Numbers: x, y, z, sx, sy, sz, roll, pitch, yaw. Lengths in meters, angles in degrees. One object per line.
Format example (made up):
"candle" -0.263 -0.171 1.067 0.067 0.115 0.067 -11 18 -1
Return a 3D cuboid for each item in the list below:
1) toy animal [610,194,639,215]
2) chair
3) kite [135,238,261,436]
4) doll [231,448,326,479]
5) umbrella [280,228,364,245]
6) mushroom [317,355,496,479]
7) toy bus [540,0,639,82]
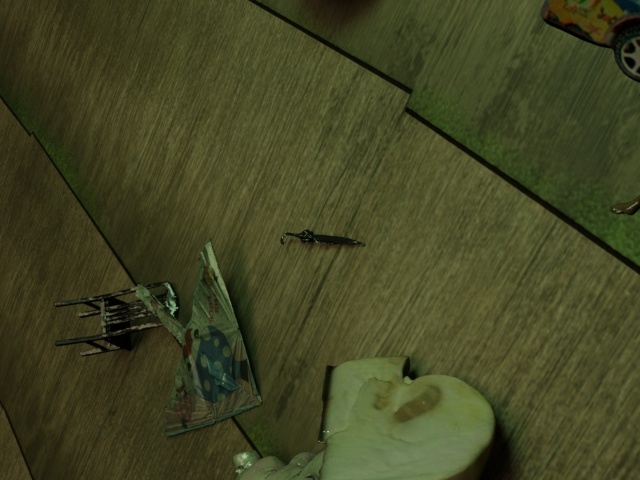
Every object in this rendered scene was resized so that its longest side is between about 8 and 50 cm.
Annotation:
"toy animal" 0.314 -0.094 0.682 0.214 0.093 0.186 48 127 44
"chair" -0.316 0.128 1.374 0.212 0.101 0.084 -11 71 9
"kite" -0.187 0.155 1.219 0.314 0.011 0.335 33 116 37
"doll" -0.044 0.319 0.993 0.192 0.095 0.149 -22 68 42
"umbrella" 0.002 -0.004 1.069 0.148 0.022 0.022 0 59 42
"mushroom" 0.087 0.235 0.850 0.236 0.173 0.162 -78 -15 -63
"toy bus" 0.316 -0.148 0.562 0.317 0.112 0.138 31 149 22
